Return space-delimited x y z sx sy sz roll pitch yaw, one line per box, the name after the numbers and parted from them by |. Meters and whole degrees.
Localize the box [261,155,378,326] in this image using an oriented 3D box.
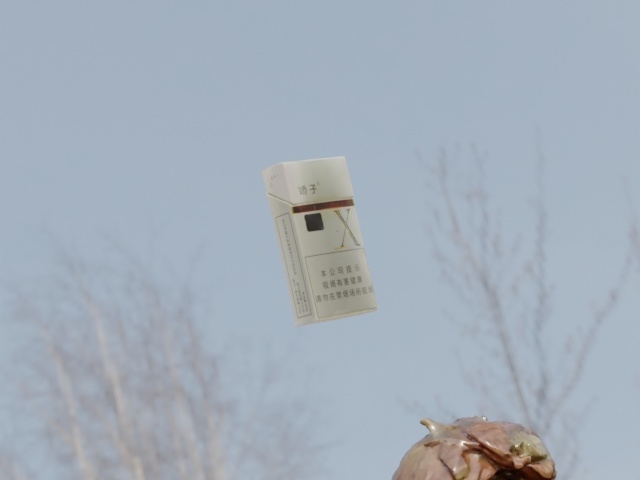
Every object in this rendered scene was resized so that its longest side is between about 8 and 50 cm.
0.000 0.000 1.828 0.084 0.154 0.040 -9 -6 -40 | box

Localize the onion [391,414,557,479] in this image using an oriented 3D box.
0.142 0.288 1.020 0.353 0.354 0.353 -11 -30 -7 | onion
